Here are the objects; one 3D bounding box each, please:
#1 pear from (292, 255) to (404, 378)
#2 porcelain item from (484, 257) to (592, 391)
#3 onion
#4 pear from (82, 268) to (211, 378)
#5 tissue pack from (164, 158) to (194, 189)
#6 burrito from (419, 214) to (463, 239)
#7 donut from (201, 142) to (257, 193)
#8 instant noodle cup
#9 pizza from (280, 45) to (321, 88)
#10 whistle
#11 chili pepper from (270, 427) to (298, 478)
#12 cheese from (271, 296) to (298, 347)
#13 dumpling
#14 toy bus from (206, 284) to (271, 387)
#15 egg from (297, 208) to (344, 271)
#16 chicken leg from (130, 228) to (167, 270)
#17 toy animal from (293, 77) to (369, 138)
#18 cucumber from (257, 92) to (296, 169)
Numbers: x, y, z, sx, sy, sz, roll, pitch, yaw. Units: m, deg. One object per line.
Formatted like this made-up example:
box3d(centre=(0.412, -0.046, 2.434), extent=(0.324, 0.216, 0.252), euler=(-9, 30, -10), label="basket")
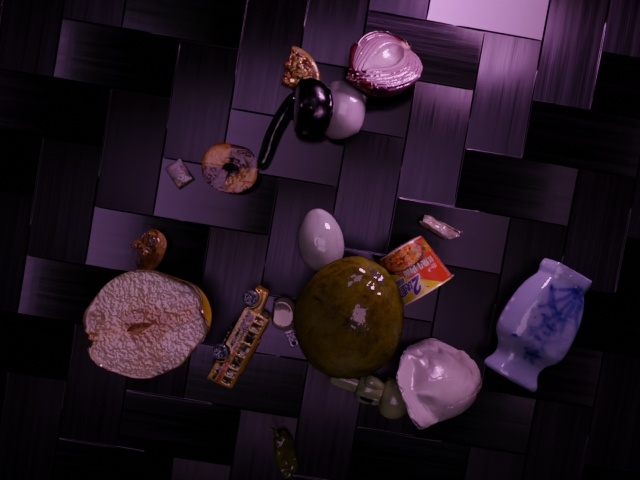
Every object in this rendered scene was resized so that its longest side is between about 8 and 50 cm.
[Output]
box3d(centre=(0.094, 0.244, 1.750), extent=(0.352, 0.352, 0.413), euler=(26, 125, -2), label="pear")
box3d(centre=(0.710, 0.272, 1.841), extent=(0.242, 0.178, 0.405), euler=(29, 89, -1), label="porcelain item")
box3d(centre=(0.177, -0.541, 1.805), extent=(0.283, 0.120, 0.227), euler=(-33, 74, -27), label="onion")
box3d(centre=(-0.542, 0.253, 1.812), extent=(0.386, 0.191, 0.340), euler=(-10, 93, -4), label="pear")
box3d(centre=(-0.472, -0.222, 1.876), extent=(0.063, 0.035, 0.083), euler=(-35, 93, 0), label="tissue pack")
box3d(centre=(0.404, -0.039, 1.892), extent=(0.149, 0.041, 0.055), euler=(28, 78, -2), label="burrito")
box3d(centre=(-0.297, -0.237, 1.859), extent=(0.184, 0.073, 0.166), euler=(-2, 91, -2), label="donut")
box3d(centre=(0.300, 0.094, 1.825), extent=(0.213, 0.213, 0.174), euler=(-30, 83, 0), label="instant noodle cup")
box3d(centre=(-0.069, -0.549, 1.864), extent=(0.134, 0.046, 0.175), euler=(-38, 92, 0), label="pizza")
box3d(centre=(0.183, 0.494, 1.883), extent=(0.294, 0.141, 0.141), euler=(27, 92, 16), label="whistle")
box3d(centre=(-0.124, 0.697, 1.897), extent=(0.072, 0.073, 0.204), euler=(-16, 104, -18), label="chili pepper")
box3d(centre=(-0.121, 0.275, 1.893), extent=(0.092, 0.047, 0.171), euler=(-1, 93, 1), label="cheese")
box3d(centre=(0.382, 0.444, 1.827), extent=(0.341, 0.181, 0.260), euler=(-22, 77, -16), label="dumpling")
box3d(centre=(-0.254, 0.312, 1.850), extent=(0.123, 0.121, 0.336), euler=(29, 93, 2), label="toy bus")
box3d(centre=(0.000, 0.000, 1.833), extent=(0.151, 0.151, 0.209), euler=(-9, 91, -1), label="egg")
box3d(centre=(-0.577, 0.064, 1.861), extent=(0.085, 0.101, 0.208), euler=(26, 102, 29), label="chicken leg")
box3d(centre=(0.030, -0.420, 1.808), extent=(0.235, 0.165, 0.187), euler=(2, 109, -15), label="toy animal")
box3d(centre=(-0.146, -0.368, 1.866), extent=(0.056, 0.056, 0.284), euler=(24, 88, -2), label="cucumber")
